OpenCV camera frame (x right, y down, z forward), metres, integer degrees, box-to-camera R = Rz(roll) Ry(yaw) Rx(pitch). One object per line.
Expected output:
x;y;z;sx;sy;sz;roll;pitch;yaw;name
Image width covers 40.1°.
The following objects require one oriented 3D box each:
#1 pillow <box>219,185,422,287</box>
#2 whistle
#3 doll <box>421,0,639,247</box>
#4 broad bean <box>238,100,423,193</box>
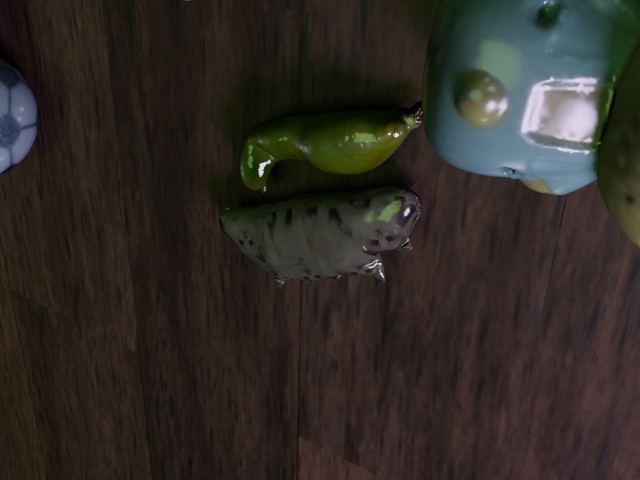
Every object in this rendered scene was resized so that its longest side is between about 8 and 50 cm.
-0.001;0.001;0.826;0.241;0.051;0.093;-5;107;39;pillow
-0.382;-0.172;0.977;0.164;0.163;0.289;24;93;25;whistle
0.199;-0.086;0.542;0.261;0.161;0.177;27;128;26;doll
0.002;-0.086;0.773;0.214;0.048;0.070;-11;108;42;broad bean
